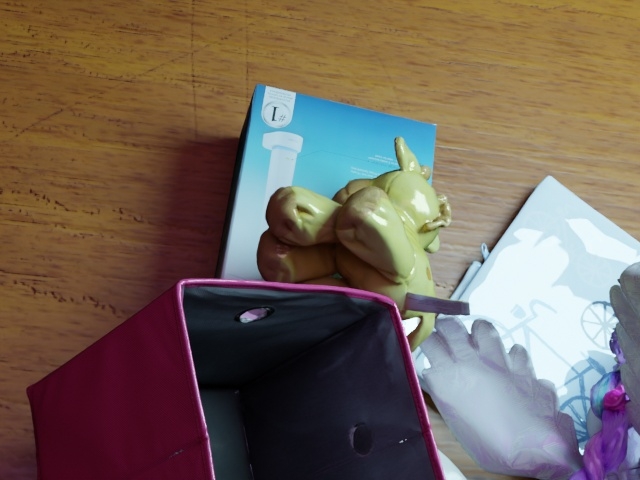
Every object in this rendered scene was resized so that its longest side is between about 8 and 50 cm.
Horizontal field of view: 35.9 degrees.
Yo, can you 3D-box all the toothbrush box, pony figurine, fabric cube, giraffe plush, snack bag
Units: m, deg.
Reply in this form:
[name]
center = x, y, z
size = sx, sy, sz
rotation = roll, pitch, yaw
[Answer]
[toothbrush box]
center = 0.000, 0.000, 1.101
size = 0.216, 0.126, 0.295
rotation = 11, 65, -9
[pony figurine]
center = 0.305, 0.195, 0.972
size = 0.363, 0.303, 0.351
rotation = -18, 88, -42
[fabric cube]
center = -0.074, 0.204, 0.863
size = 0.254, 0.258, 0.259
rotation = 8, 60, -42
[giraffe plush]
center = 0.058, -0.011, 0.976
size = 0.210, 0.181, 0.170
rotation = 18, 43, 5
[snack bag]
center = 0.308, 0.119, 1.168
size = 0.323, 0.037, 0.342
rotation = 36, 65, 4

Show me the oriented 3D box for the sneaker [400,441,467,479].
[sneaker]
center = 0.106, 0.355, 0.965
size = 0.148, 0.131, 0.350
rotation = -21, 73, -29
